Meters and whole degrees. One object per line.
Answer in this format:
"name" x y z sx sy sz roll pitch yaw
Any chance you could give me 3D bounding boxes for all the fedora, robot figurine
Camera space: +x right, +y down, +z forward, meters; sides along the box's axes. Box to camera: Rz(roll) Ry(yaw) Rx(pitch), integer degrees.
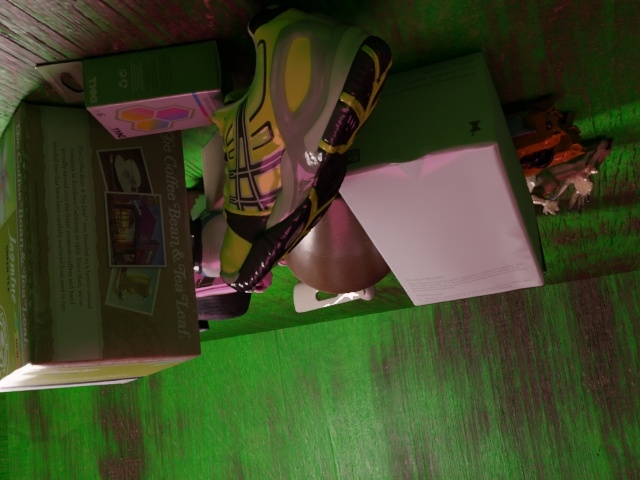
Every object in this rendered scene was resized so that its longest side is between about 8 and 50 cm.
"fedora" -0.260 0.099 1.874 0.333 0.153 0.334 0 175 0
"robot figurine" 0.256 -0.135 1.363 0.290 0.085 0.211 -15 165 28

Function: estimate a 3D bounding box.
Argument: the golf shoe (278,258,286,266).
"golf shoe" 0.000 0.000 1.801 0.272 0.105 0.120 -3 159 -23

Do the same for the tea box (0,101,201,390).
"tea box" -0.333 0.026 1.186 0.219 0.329 0.323 1 164 -32

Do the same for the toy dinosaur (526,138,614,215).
"toy dinosaur" 0.369 -0.097 1.539 0.295 0.127 0.200 -9 176 36

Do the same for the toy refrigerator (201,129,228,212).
"toy refrigerator" -0.081 -0.122 1.188 0.094 0.102 0.269 -2 166 -24

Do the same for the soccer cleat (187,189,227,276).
"soccer cleat" -0.159 -0.007 1.399 0.143 0.116 0.331 2 -167 -13

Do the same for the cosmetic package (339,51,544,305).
"cosmetic package" 0.175 -0.066 1.208 0.217 0.156 0.385 -10 146 17

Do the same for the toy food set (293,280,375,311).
"toy food set" 0.106 0.073 1.998 0.219 0.093 0.306 -18 -172 44

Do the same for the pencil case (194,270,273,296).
"pencil case" -0.287 0.046 1.638 0.385 0.160 0.167 -9 -166 -5

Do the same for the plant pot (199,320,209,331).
"plant pot" -0.403 0.149 2.082 0.187 0.167 0.188 -15 165 33

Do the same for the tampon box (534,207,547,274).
"tampon box" 0.448 0.012 1.963 0.101 0.161 0.120 -9 167 7

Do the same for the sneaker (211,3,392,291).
"sneaker" -0.051 -0.099 0.986 0.145 0.147 0.385 -47 167 -51

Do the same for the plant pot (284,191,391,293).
"plant pot" 0.027 -0.056 1.377 0.215 0.216 0.230 -8 154 2

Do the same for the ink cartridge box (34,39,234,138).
"ink cartridge box" -0.210 -0.168 0.995 0.209 0.062 0.109 -7 168 2
